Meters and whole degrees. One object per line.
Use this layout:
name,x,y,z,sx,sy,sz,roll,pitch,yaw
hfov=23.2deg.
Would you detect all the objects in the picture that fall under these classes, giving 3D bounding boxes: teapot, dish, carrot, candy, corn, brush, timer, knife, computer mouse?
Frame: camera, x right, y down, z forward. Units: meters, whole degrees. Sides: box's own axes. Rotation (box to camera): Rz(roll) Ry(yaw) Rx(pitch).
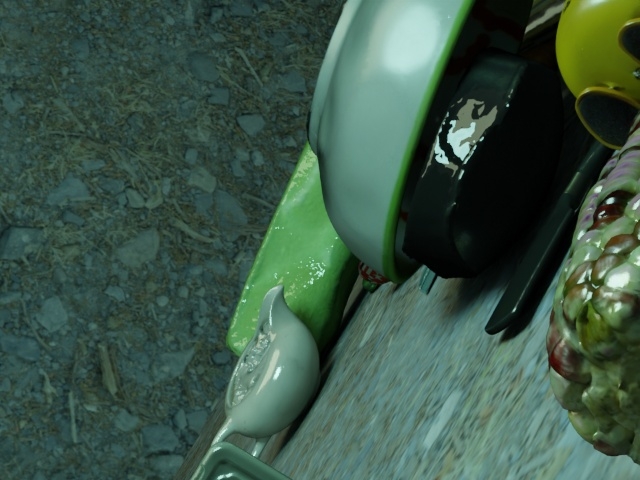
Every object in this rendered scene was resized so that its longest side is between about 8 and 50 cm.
teapot,-0.059,0.170,1.810,0.226,0.092,0.145,-67,17,-12
dish,0.068,-0.136,1.268,0.324,0.124,0.324,22,-90,-77
carrot,0.209,-0.166,1.544,0.191,0.047,0.047,-43,14,54
candy,0.000,0.000,1.931,0.142,0.132,0.343,-89,22,-84
corn,0.158,-0.012,0.641,0.092,0.092,0.280,-55,0,36
brush,0.165,-0.018,1.057,0.193,0.016,0.063,-60,5,-18
timer,0.190,-0.119,0.887,0.107,0.107,0.109,-54,9,43
knife,0.139,-0.030,1.521,0.210,0.015,0.028,-60,10,-26
computer mouse,0.136,-0.048,1.213,0.295,0.087,0.168,44,-112,-80

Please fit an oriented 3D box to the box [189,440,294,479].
box,-0.046,0.215,1.177,0.089,0.122,0.062,-58,-8,-2

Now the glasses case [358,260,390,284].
glasses case,0.095,-0.007,1.633,0.073,0.049,0.194,-58,4,-25

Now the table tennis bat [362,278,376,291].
table tennis bat,0.115,-0.052,1.869,0.257,0.039,0.160,-60,4,13

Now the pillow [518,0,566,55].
pillow,0.222,-0.232,1.472,0.208,0.052,0.212,-32,17,34
